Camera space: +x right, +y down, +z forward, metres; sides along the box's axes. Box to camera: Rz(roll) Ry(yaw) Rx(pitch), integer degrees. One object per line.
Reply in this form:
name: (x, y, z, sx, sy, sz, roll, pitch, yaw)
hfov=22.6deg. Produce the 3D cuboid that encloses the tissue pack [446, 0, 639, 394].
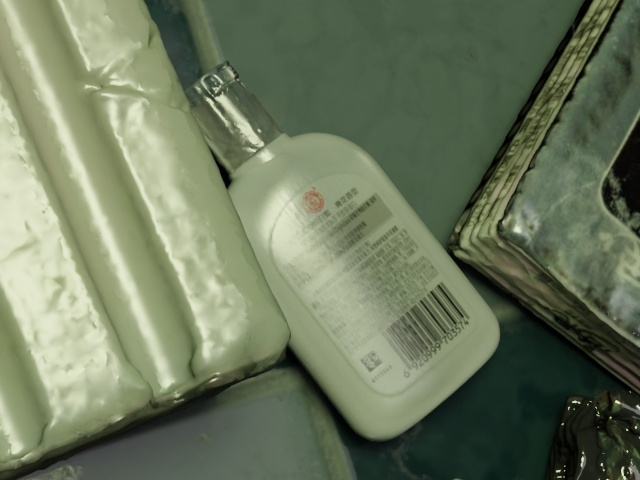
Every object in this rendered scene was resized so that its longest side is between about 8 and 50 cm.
tissue pack: (0.289, -0.070, 1.245, 0.259, 0.122, 0.361, 36, 69, -11)

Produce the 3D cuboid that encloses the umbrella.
umbrella: (0.305, 0.184, 1.180, 0.272, 0.122, 0.110, 12, 34, 1)

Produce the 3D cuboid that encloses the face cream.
face cream: (0.000, 0.000, 1.166, 0.144, 0.071, 0.291, -40, 93, -21)

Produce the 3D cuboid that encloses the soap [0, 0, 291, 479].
soap: (-0.265, -0.044, 1.020, 0.350, 0.213, 0.435, -25, 87, -22)

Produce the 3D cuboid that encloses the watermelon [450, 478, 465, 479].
watermelon: (0.157, 0.300, 1.144, 0.256, 0.140, 0.193, 28, 80, -18)
